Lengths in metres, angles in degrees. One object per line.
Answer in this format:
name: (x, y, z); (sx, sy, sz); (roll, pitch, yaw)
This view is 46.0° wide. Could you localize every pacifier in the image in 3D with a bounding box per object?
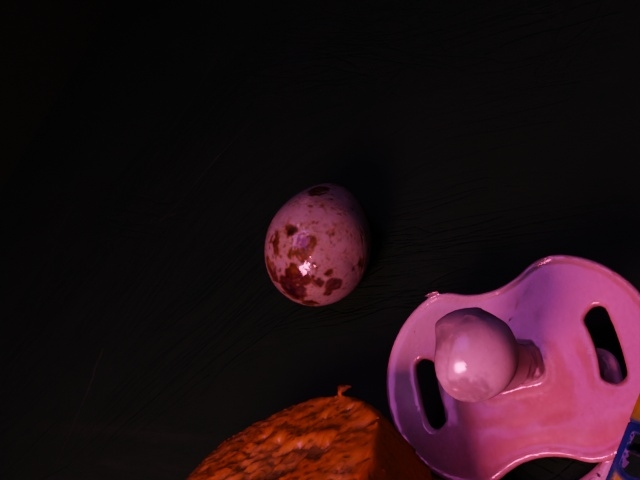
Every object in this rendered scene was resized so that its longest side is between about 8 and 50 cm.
pacifier: (0.211, 0.145, 0.850); (0.332, 0.273, 0.220); (-22, 28, 27)

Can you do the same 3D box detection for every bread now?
bread: (-0.034, 0.351, 0.808); (0.398, 0.215, 0.398); (-29, 10, 6)

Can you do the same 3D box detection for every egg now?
egg: (0.000, 0.000, 1.206); (0.169, 0.169, 0.231); (-16, 37, 33)

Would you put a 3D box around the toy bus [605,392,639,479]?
toy bus: (0.415, 0.220, 0.650); (0.287, 0.138, 0.175); (11, 64, 47)
